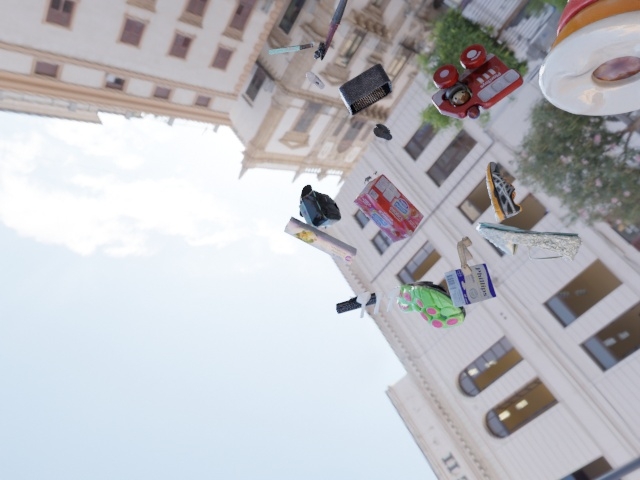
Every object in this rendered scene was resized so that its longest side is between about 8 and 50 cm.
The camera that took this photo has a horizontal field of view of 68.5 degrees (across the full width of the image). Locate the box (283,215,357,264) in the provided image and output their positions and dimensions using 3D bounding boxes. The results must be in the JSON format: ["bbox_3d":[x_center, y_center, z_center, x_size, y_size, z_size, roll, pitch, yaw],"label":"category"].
[{"bbox_3d":[0.000,0.000,2.011,0.324,0.063,0.067,27,-157,-5],"label":"box"}]

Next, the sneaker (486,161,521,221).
[{"bbox_3d":[0.589,-0.163,1.526,0.084,0.083,0.214,42,-141,-58],"label":"sneaker"}]

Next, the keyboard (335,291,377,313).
[{"bbox_3d":[0.161,0.287,2.113,0.038,0.192,0.100,-104,-5,-49],"label":"keyboard"}]

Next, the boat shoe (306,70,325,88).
[{"bbox_3d":[-0.023,-0.658,1.917,0.100,0.035,0.035,27,-153,-37],"label":"boat shoe"}]

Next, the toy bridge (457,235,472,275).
[{"bbox_3d":[0.467,0.038,1.525,0.063,0.026,0.188,52,-148,-16],"label":"toy bridge"}]

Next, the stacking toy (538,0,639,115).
[{"bbox_3d":[0.738,-0.593,1.180,0.351,0.351,0.479,18,-110,-28],"label":"stacking toy"}]

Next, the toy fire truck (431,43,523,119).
[{"bbox_3d":[0.604,-0.603,1.858,0.169,0.302,0.254,39,-158,-46],"label":"toy fire truck"}]

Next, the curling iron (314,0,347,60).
[{"bbox_3d":[0.046,-0.730,1.597,0.035,0.274,0.068,31,-139,-3],"label":"curling iron"}]

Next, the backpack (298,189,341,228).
[{"bbox_3d":[0.002,-0.134,2.153,0.188,0.144,0.166,-6,-116,-55],"label":"backpack"}]

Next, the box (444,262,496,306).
[{"bbox_3d":[0.519,0.154,1.630,0.137,0.072,0.126,-11,-100,-23],"label":"box"}]

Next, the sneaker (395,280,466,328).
[{"bbox_3d":[0.507,0.258,2.116,0.202,0.185,0.483,-18,-169,-15],"label":"sneaker"}]

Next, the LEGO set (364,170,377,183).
[{"bbox_3d":[0.225,-0.292,2.161,0.023,0.083,0.054,40,-162,-11],"label":"LEGO set"}]

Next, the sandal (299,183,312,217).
[{"bbox_3d":[-0.086,-0.210,2.473,0.067,0.179,0.040,9,-176,-31],"label":"sandal"}]

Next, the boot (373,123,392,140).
[{"bbox_3d":[0.295,-0.540,2.298,0.121,0.045,0.099,17,-144,-29],"label":"boot"}]

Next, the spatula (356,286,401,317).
[{"bbox_3d":[0.224,0.247,1.868,0.168,0.242,0.019,-13,-119,-7],"label":"spatula"}]

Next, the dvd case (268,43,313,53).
[{"bbox_3d":[-0.077,-0.514,1.259,0.087,0.013,0.119,0,-154,17],"label":"dvd case"}]

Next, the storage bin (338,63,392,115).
[{"bbox_3d":[0.170,-0.566,1.770,0.084,0.180,0.122,63,-173,9],"label":"storage bin"}]

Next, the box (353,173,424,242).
[{"bbox_3d":[0.280,-0.129,1.931,0.257,0.123,0.128,43,-117,-11],"label":"box"}]

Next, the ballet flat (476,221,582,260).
[{"bbox_3d":[0.848,0.012,1.942,0.409,0.147,0.147,9,-158,23],"label":"ballet flat"}]
